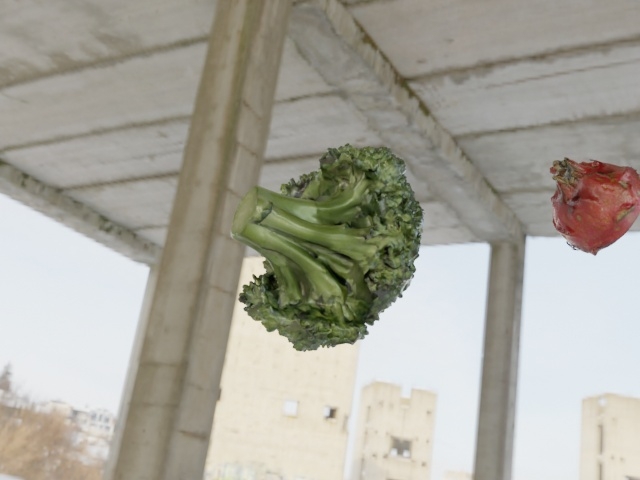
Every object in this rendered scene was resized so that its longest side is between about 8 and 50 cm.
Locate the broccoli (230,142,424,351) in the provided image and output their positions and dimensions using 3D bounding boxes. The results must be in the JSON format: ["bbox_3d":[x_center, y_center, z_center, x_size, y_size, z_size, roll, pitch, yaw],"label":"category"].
[{"bbox_3d":[0.005,0.009,1.133,0.260,0.288,0.235,11,-26,-5],"label":"broccoli"}]

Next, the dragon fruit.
[{"bbox_3d":[0.388,-0.064,1.215,0.111,0.153,0.153,27,-25,-22],"label":"dragon fruit"}]
